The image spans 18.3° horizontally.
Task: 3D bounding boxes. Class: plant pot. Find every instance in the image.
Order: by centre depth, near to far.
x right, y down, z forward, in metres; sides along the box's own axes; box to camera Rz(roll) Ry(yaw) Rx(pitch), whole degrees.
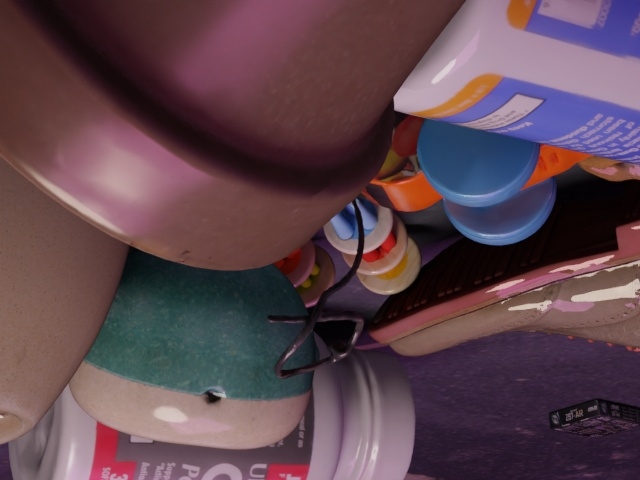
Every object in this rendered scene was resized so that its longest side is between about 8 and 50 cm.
[{"bbox_3d":[-0.018,-0.153,0.797,0.229,0.263,0.263,-38,146,28],"label":"plant pot"},{"bbox_3d":[-0.253,0.030,1.283,0.284,0.191,0.284,-5,160,-2],"label":"plant pot"}]

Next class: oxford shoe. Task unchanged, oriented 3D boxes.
[{"bbox_3d":[0.191,0.042,1.460,0.348,0.123,0.130,-19,113,36],"label":"oxford shoe"}]

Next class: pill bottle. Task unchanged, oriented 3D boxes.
[{"bbox_3d":[0.149,-0.119,1.017,0.272,0.152,0.152,10,155,-34],"label":"pill bottle"},{"bbox_3d":[-0.089,0.151,1.682,0.318,0.176,0.176,4,159,-24],"label":"pill bottle"}]

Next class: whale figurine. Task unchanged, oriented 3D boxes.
[{"bbox_3d":[-0.100,0.053,1.458,0.216,0.141,0.272,8,-167,-15],"label":"whale figurine"}]

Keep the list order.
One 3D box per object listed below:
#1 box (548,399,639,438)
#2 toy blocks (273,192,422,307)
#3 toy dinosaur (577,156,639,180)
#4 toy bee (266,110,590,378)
[{"bbox_3d":[0.295,0.191,2.123,0.083,0.018,0.067,14,152,-43],"label":"box"},{"bbox_3d":[0.000,0.000,1.462,0.123,0.054,0.148,-10,159,13],"label":"toy blocks"},{"bbox_3d":[0.202,-0.057,1.317,0.211,0.064,0.112,23,157,9],"label":"toy dinosaur"},{"bbox_3d":[0.068,-0.075,1.177,0.298,0.162,0.195,-26,157,-18],"label":"toy bee"}]
